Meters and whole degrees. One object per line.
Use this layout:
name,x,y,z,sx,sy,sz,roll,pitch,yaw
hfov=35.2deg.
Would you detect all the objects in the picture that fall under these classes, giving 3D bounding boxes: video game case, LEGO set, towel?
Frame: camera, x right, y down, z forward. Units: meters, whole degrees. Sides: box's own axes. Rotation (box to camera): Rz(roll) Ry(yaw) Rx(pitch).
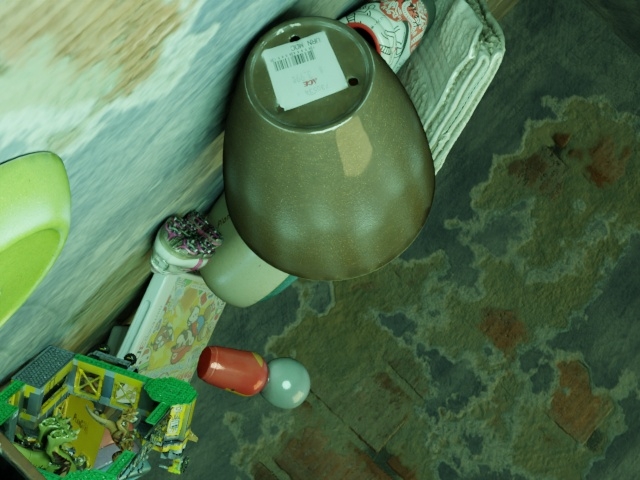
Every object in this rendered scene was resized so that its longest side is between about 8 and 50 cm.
video game case,-0.223,0.145,1.502,0.206,0.026,0.227,-65,160,0
LEGO set,-0.285,0.269,1.104,0.331,0.255,0.192,-75,179,-70
towel,0.130,-0.213,1.185,0.282,0.049,0.187,-100,-147,-54

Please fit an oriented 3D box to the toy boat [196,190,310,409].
toy boat,-0.069,0.055,1.314,0.267,0.148,0.318,-27,-130,54

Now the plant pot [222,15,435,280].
plant pot,-0.001,-0.098,0.918,0.215,0.215,0.230,-46,163,-10

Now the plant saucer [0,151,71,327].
plant saucer,-0.240,0.044,0.639,0.241,0.037,0.241,-46,179,-1

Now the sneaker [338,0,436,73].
sneaker,0.021,-0.174,1.164,0.145,0.090,0.270,-43,173,-48

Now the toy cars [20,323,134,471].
toy cars,-0.340,0.223,1.482,0.394,0.087,0.176,-47,144,-71

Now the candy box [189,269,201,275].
candy box,-0.154,0.022,1.722,0.159,0.071,0.233,-46,178,17

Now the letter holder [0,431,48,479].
letter holder,-0.388,0.285,0.790,0.302,0.152,0.214,-47,177,19

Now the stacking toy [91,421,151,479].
stacking toy,-0.434,0.421,1.627,0.309,0.130,0.279,-18,165,-35

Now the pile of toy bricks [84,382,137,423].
pile of toy bricks,-0.336,0.249,1.741,0.212,0.118,0.105,-35,172,-26

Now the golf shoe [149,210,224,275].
golf shoe,-0.170,0.016,1.216,0.086,0.067,0.186,-45,179,5
